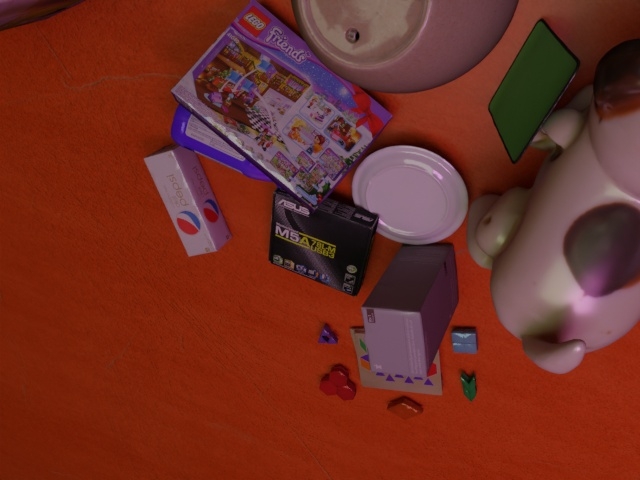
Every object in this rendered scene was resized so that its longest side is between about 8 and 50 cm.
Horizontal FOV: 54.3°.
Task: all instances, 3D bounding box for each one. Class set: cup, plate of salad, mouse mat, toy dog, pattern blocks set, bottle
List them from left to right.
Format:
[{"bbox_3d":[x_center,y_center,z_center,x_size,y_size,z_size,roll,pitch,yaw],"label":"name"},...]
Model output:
[{"bbox_3d":[-0.114,-0.160,1.082,0.283,0.118,0.092,25,116,9],"label":"bottle"},{"bbox_3d":[0.090,-0.339,0.831,0.331,0.237,0.330,10,119,17],"label":"cup"},{"bbox_3d":[0.151,0.237,1.243,0.325,0.026,0.285,9,120,18],"label":"pattern blocks set"},{"bbox_3d":[0.152,-0.078,1.061,0.200,0.048,0.199,13,132,15],"label":"plate of salad"},{"bbox_3d":[0.285,-0.208,0.856,0.007,0.189,0.152,19,125,-10],"label":"mouse mat"},{"bbox_3d":[0.366,-0.067,0.784,0.285,0.395,0.407,35,133,13],"label":"toy dog"}]

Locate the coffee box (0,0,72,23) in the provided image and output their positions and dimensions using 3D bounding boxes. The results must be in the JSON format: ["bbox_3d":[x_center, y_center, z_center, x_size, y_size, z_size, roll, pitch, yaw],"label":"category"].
[{"bbox_3d":[-0.538,-0.487,0.906,0.338,0.334,0.338,-1,118,41],"label":"coffee box"}]

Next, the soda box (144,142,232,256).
[{"bbox_3d":[-0.255,-0.080,1.214,0.074,0.069,0.216,-10,113,27],"label":"soda box"}]

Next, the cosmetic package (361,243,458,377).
[{"bbox_3d":[0.156,0.108,1.044,0.107,0.238,0.127,0,117,23],"label":"cosmetic package"}]

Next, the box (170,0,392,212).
[{"bbox_3d":[-0.060,-0.213,1.001,0.293,0.057,0.201,40,84,-1],"label":"box"}]

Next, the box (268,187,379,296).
[{"bbox_3d":[0.000,0.000,1.145,0.191,0.045,0.184,22,138,11],"label":"box"}]
